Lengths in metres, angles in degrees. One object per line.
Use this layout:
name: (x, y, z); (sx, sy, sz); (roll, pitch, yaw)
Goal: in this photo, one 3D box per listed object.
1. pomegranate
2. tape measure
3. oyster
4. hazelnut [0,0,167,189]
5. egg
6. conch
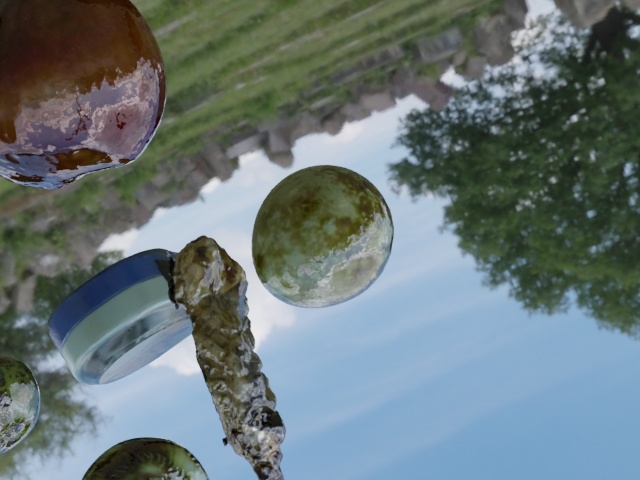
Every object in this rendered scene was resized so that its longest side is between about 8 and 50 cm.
pomegranate: (-0.458, 0.219, 1.080); (0.163, 0.138, 0.125); (-4, -128, -5)
tape measure: (-0.326, 0.135, 1.410); (0.259, 0.138, 0.262); (-37, 170, -3)
oyster: (-0.104, 0.155, 1.067); (0.078, 0.345, 0.129); (-22, 174, 28)
hazelnut: (-0.226, -0.132, 0.677); (0.178, 0.178, 0.204); (-31, -158, -19)
egg: (0.000, 0.000, 1.388); (0.238, 0.238, 0.289); (-17, -156, 32)
conch: (-0.173, 0.297, 0.855); (0.124, 0.187, 0.181); (-46, 164, 6)
